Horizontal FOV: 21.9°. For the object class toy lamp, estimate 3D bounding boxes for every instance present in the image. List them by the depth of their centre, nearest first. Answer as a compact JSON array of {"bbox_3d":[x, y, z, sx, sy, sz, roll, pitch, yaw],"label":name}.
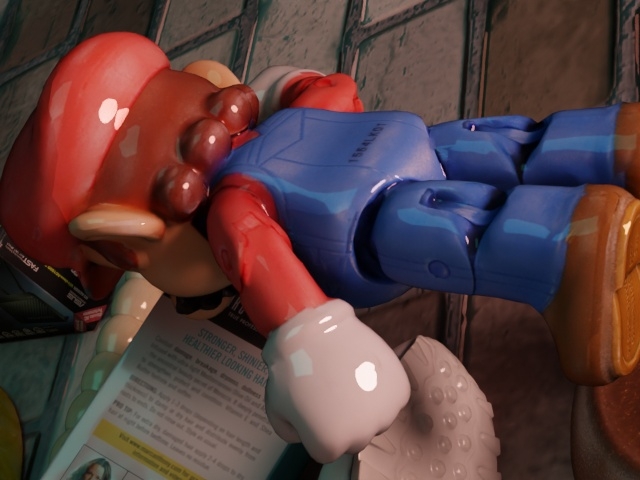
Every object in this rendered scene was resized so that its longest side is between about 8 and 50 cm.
[{"bbox_3d":[-0.128,0.095,0.932,0.080,0.080,0.275,-13,45,38],"label":"toy lamp"}]

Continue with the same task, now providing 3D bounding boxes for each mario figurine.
[{"bbox_3d":[0.000,0.000,0.759,0.320,0.198,0.170,8,94,24],"label":"mario figurine"}]

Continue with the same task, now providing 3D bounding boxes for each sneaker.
[{"bbox_3d":[0.014,0.146,0.733,0.095,0.090,0.235,-25,36,45],"label":"sneaker"}]

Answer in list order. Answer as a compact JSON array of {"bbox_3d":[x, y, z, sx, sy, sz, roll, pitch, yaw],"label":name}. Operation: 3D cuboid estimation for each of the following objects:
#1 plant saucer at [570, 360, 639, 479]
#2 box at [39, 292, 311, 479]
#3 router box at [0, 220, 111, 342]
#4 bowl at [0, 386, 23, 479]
[{"bbox_3d":[0.182,0.050,0.689,0.198,0.036,0.199,-28,38,25],"label":"plant saucer"},{"bbox_3d":[-0.083,0.133,0.821,0.100,0.060,0.244,28,74,16],"label":"box"},{"bbox_3d":[-0.208,0.025,1.070,0.122,0.092,0.038,-10,48,41],"label":"router box"},{"bbox_3d":[-0.339,0.165,1.013,0.289,0.156,0.289,-27,40,25],"label":"bowl"}]
